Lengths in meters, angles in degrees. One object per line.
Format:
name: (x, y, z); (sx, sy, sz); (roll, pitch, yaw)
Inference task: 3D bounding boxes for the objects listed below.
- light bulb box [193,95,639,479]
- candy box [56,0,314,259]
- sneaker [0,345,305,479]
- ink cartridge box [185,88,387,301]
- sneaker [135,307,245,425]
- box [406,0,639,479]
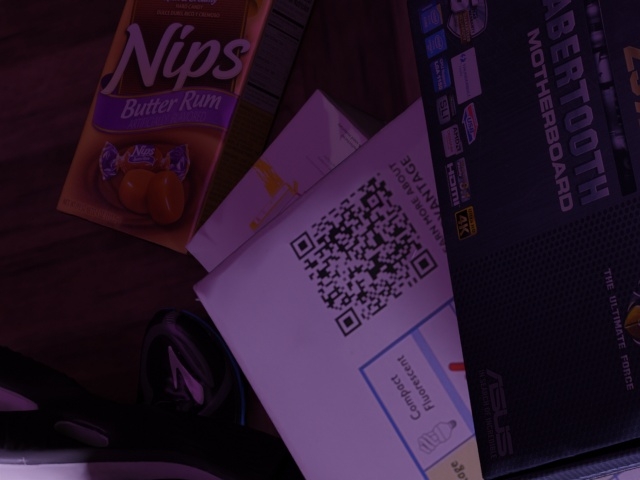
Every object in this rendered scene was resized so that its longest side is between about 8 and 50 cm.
light bulb box: (0.197, 0.065, 0.905); (0.361, 0.225, 0.358); (-39, 67, 17)
candy box: (-0.086, -0.089, 1.180); (0.109, 0.053, 0.187); (18, 88, 30)
sneaker: (-0.123, 0.231, 1.041); (0.447, 0.169, 0.257); (23, 112, 6)
ink cartridge box: (0.000, 0.000, 1.096); (0.143, 0.092, 0.090); (-50, 64, 12)
sneaker: (-0.093, 0.134, 1.126); (0.067, 0.078, 0.188); (2, 81, 27)
box: (0.131, -0.027, 0.762); (0.183, 0.059, 0.233); (-22, 70, 44)
